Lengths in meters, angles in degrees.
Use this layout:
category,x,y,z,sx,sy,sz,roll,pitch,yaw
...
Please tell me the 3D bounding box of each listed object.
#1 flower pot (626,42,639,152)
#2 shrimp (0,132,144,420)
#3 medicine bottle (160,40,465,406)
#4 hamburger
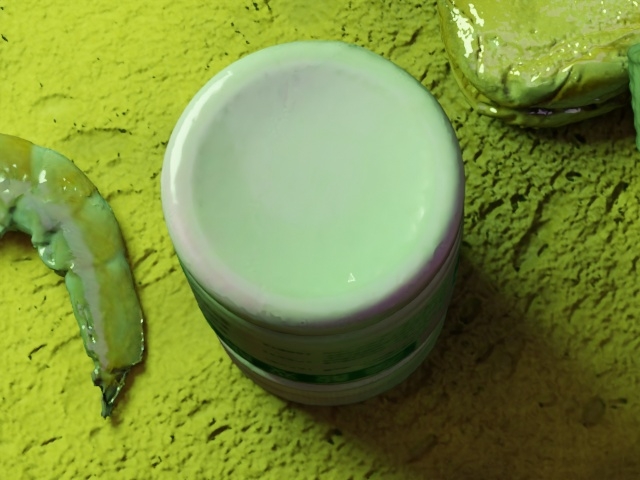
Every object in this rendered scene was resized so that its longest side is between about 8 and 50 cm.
category,x,y,z,sx,sy,sz,roll,pitch,yaw
flower pot,0.367,-0.075,1.450,0.189,0.209,0.239,-22,85,-3
shrimp,-0.262,0.007,1.544,0.287,0.068,0.185,27,81,-1
medicine bottle,0.000,0.000,1.391,0.212,0.325,0.212,0,75,1
hamburger,0.200,-0.196,1.549,0.213,0.108,0.214,0,73,1
